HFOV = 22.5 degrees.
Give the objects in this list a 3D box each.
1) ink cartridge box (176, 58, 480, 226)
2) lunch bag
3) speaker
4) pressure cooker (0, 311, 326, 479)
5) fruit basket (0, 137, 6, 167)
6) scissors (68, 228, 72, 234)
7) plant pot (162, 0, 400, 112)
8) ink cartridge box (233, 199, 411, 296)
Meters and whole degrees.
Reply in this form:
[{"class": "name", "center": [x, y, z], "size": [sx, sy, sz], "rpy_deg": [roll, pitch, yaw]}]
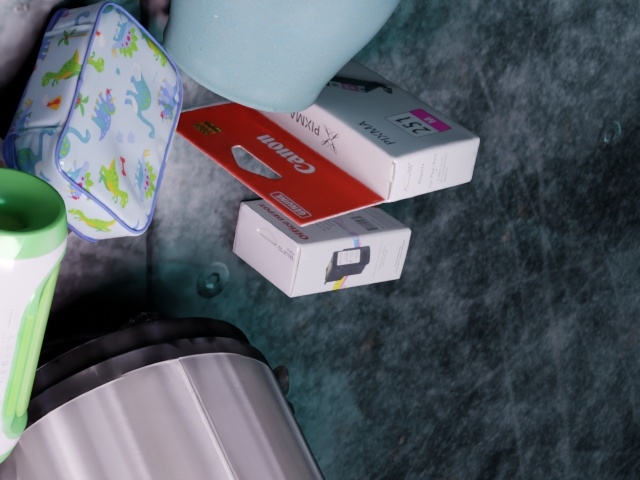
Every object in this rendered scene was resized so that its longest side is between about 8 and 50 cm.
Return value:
[{"class": "ink cartridge box", "center": [-0.004, -0.124, 1.776], "size": [0.239, 0.275, 0.060], "rpy_deg": [-15, 127, -36]}, {"class": "lunch bag", "center": [-0.227, -0.118, 1.658], "size": [0.176, 0.090, 0.219], "rpy_deg": [43, 50, -47]}, {"class": "speaker", "center": [-0.322, 0.080, 1.535], "size": [0.131, 0.131, 0.296], "rpy_deg": [-11, 133, -37]}, {"class": "pressure cooker", "center": [-0.179, 0.281, 1.783], "size": [0.375, 0.420, 0.370], "rpy_deg": [-27, 154, -1]}, {"class": "fruit basket", "center": [-0.415, 0.024, 1.583], "size": [0.327, 0.165, 0.353], "rpy_deg": [-51, 142, -9]}, {"class": "scissors", "center": [-0.279, -0.005, 1.716], "size": [0.297, 0.021, 0.109], "rpy_deg": [-33, 145, -62]}, {"class": "plant pot", "center": [-0.036, -0.284, 1.684], "size": [0.271, 0.271, 0.255], "rpy_deg": [-2, 130, -41]}, {"class": "ink cartridge box", "center": [0.000, 0.000, 1.963], "size": [0.175, 0.127, 0.072], "rpy_deg": [-9, 122, -38]}]
